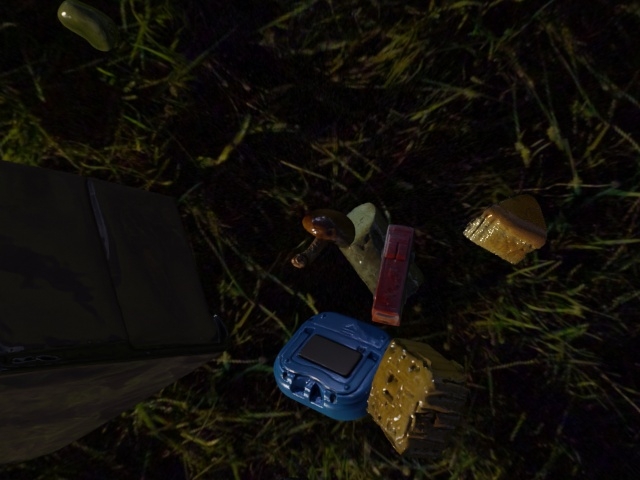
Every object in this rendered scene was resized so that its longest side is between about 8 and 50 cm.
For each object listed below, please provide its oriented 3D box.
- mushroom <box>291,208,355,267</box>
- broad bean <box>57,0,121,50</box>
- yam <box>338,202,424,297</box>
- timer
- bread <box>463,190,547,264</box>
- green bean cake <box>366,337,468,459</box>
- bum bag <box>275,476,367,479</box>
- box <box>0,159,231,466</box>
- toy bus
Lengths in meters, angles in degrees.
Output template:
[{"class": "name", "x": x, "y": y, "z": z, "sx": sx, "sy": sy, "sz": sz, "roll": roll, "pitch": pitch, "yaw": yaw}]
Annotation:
[{"class": "mushroom", "x": 0.003, "y": -0.008, "z": 0.836, "sx": 0.088, "sy": 0.073, "sz": 0.129, "roll": 33, "pitch": 49, "yaw": 12}, {"class": "broad bean", "x": -0.657, "y": -0.614, "z": 1.539, "sx": 0.124, "sy": 0.174, "sz": 0.082, "roll": -8, "pitch": 66, "yaw": 39}, {"class": "yam", "x": 0.176, "y": 0.051, "z": 1.610, "sx": 0.168, "sy": 0.168, "sz": 0.304, "roll": -36, "pitch": 103, "yaw": 3}, {"class": "timer", "x": 0.047, "y": 0.359, "z": 1.598, "sx": 0.340, "sy": 0.309, "sz": 0.115, "roll": 16, "pitch": 136, "yaw": 31}, {"class": "bread", "x": 0.447, "y": -0.055, "z": 1.318, "sx": 0.169, "sy": 0.160, "sz": 0.140, "roll": 28, "pitch": 135, "yaw": -8}, {"class": "green bean cake", "x": 0.216, "y": 0.359, "z": 1.256, "sx": 0.131, "sy": 0.229, "sz": 0.224, "roll": 16, "pitch": 98, "yaw": -23}, {"class": "bum bag", "x": 0.017, "y": 0.430, "z": 0.826, "sx": 0.060, "sy": 0.248, "sz": 0.123, "roll": -24, "pitch": 57, "yaw": 37}, {"class": "box", "x": -0.236, "y": 0.072, "z": 0.416, "sx": 0.252, "sy": 0.188, "sz": 0.153, "roll": -33, "pitch": 68, "yaw": 28}, {"class": "toy bus", "x": 0.140, "y": 0.060, "z": 1.015, "sx": 0.065, "sy": 0.077, "sz": 0.192, "roll": 9, "pitch": 67, "yaw": 10}]
